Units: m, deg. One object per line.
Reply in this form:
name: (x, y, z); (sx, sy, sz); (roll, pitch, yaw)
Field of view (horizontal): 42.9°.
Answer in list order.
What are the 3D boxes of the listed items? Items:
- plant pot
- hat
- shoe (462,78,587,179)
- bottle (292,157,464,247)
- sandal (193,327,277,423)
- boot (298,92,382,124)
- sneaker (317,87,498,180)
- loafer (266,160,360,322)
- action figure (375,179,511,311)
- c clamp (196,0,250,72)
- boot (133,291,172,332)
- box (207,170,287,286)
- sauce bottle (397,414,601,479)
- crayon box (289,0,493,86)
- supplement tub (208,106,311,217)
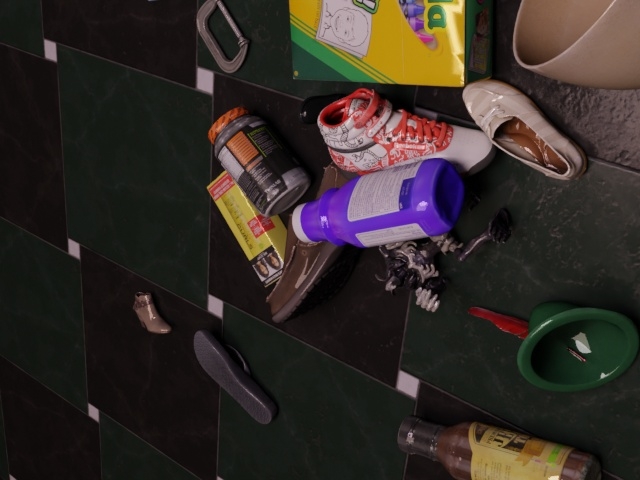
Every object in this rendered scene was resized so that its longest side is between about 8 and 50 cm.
plant pot: (0.388, -0.291, 0.951); (0.190, 0.284, 0.284); (23, 131, -14)
hat: (0.366, 0.114, 1.274); (0.208, 0.184, 0.173); (4, 126, -6)
shoe: (0.292, -0.164, 1.192); (0.219, 0.058, 0.077); (41, 129, 19)
bottle: (0.080, -0.047, 1.255); (0.282, 0.118, 0.092); (-11, 133, 39)
sandal: (-0.187, 0.295, 1.798); (0.254, 0.054, 0.097); (49, 139, 0)
boot: (0.036, -0.219, 1.345); (0.099, 0.121, 0.045); (12, 116, 43)
sneaker: (0.125, -0.164, 1.252); (0.270, 0.090, 0.145); (0, 143, 30)
loafer: (0.000, 0.000, 1.471); (0.130, 0.133, 0.366); (46, 121, 21)
action figure: (0.168, 0.023, 1.322); (0.164, 0.141, 0.275); (52, 129, 7)
c clamp: (-0.179, -0.399, 1.511); (0.137, 0.022, 0.161); (-28, 89, 43)
boot: (-0.399, 0.168, 1.920); (0.118, 0.042, 0.087); (6, 110, 38)
box: (-0.127, -0.031, 1.597); (0.087, 0.058, 0.232); (-33, 86, 44)
sauce bottle: (0.291, 0.371, 1.382); (0.344, 0.111, 0.112); (8, 113, 36)
crayon box: (0.097, -0.421, 1.209); (0.313, 0.106, 0.363); (11, 112, 37)
supplement tub: (-0.115, -0.147, 1.500); (0.190, 0.117, 0.117); (52, 132, 11)
